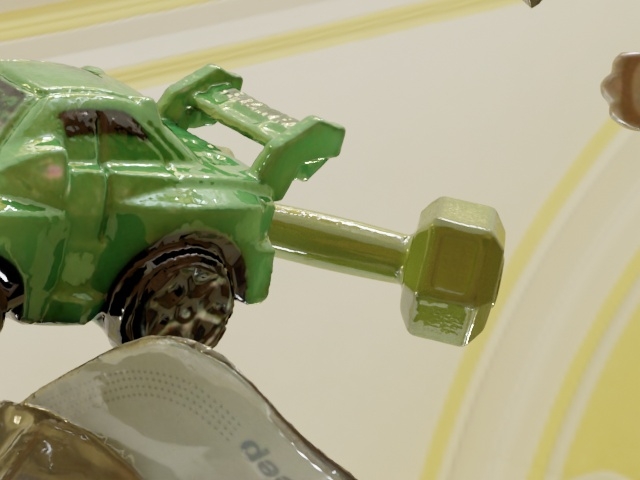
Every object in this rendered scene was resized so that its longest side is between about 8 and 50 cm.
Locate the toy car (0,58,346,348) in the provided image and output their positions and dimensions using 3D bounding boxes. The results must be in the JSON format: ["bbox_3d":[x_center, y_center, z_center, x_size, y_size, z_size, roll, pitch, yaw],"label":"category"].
[{"bbox_3d":[-0.175,-0.034,0.924,0.358,0.213,0.176,5,-70,-42],"label":"toy car"}]

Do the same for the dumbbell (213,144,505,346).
[{"bbox_3d":[0.000,0.000,1.162,0.301,0.108,0.121,14,-97,4],"label":"dumbbell"}]

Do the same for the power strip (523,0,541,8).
[{"bbox_3d":[0.214,-0.256,1.248,0.111,0.038,0.029,-45,-109,-1],"label":"power strip"}]

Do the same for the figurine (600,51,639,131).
[{"bbox_3d":[0.322,-0.062,0.886,0.247,0.177,0.173,15,-138,-57],"label":"figurine"}]

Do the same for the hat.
[{"bbox_3d":[-0.100,0.175,0.789,0.214,0.244,0.149,42,-124,-12],"label":"hat"}]
